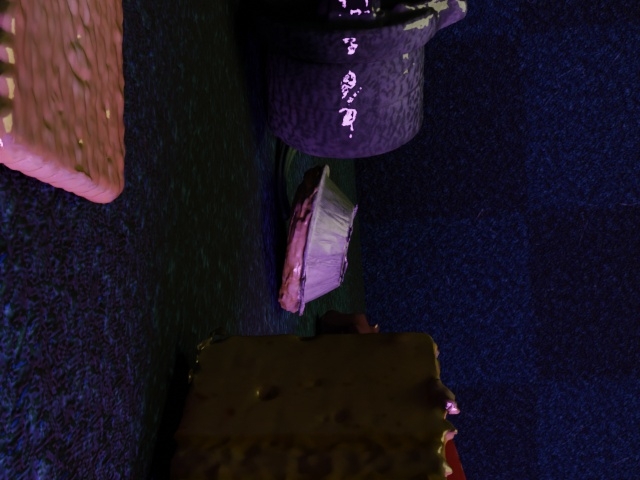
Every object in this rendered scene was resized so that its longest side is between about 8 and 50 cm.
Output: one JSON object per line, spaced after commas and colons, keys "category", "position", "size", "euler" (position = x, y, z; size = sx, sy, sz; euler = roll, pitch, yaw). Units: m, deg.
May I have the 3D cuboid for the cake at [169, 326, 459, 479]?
{"category": "cake", "position": [-0.001, 0.200, 0.693], "size": [0.286, 0.227, 0.222], "euler": [-83, 172, -49]}

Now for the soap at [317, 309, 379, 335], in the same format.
{"category": "soap", "position": [0.071, 0.294, 1.683], "size": [0.325, 0.127, 0.220], "euler": [75, 12, -55]}

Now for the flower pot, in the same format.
{"category": "flower pot", "position": [0.051, -0.294, 1.121], "size": [0.299, 0.299, 0.283], "euler": [-85, 173, -53]}

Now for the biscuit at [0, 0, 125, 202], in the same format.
{"category": "biscuit", "position": [-0.150, -0.152, 0.451], "size": [0.160, 0.030, 0.250], "euler": [42, 45, -81]}

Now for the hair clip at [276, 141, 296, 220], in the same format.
{"category": "hair clip", "position": [-0.047, -0.120, 1.271], "size": [0.039, 0.070, 0.230], "euler": [84, 13, -53]}

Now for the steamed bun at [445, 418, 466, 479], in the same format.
{"category": "steamed bun", "position": [0.090, 0.380, 1.271], "size": [0.235, 0.248, 0.379], "euler": [81, -7, -63]}

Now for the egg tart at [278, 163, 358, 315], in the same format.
{"category": "egg tart", "position": [0.000, 0.000, 1.207], "size": [0.234, 0.094, 0.234], "euler": [9, 90, -88]}
